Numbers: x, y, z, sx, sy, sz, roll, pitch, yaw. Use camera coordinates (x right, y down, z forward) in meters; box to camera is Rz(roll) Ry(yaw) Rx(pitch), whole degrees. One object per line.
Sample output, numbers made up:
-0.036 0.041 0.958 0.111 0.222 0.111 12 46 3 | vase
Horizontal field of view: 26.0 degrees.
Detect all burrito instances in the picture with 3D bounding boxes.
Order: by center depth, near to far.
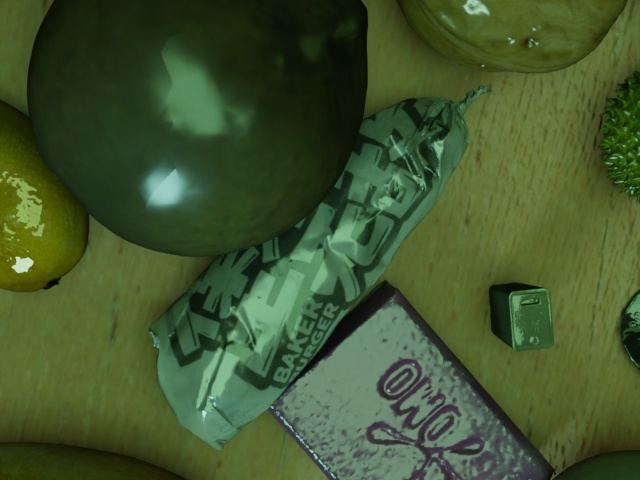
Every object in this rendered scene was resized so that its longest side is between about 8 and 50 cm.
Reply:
0.000 0.000 1.351 0.139 0.101 0.445 40 85 12 | burrito

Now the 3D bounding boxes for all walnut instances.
0.184 -0.252 1.321 0.222 0.195 0.195 10 93 -14 | walnut

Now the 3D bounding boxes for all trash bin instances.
0.201 0.074 1.400 0.043 0.092 0.061 -6 96 -7 | trash bin

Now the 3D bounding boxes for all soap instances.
0.087 0.193 1.400 0.181 0.081 0.259 -40 98 -3 | soap

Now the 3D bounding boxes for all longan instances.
-0.104 -0.138 1.241 0.319 0.319 0.319 -1 95 -8 | longan

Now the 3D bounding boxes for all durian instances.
0.372 -0.116 1.374 0.198 0.159 0.146 -30 103 -5 | durian

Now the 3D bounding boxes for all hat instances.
0.378 0.097 1.448 0.121 0.050 0.121 -1 93 -10 | hat

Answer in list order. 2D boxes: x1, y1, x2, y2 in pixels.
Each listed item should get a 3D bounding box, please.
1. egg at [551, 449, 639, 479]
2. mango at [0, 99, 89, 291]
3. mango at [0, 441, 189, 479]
0.357 0.348 1.364 0.352 0.258 0.258 34 90 -15 | egg
-0.325 -0.064 1.312 0.157 0.109 0.262 -38 92 6 | mango
-0.222 0.310 1.316 0.384 0.199 0.221 19 85 -21 | mango
